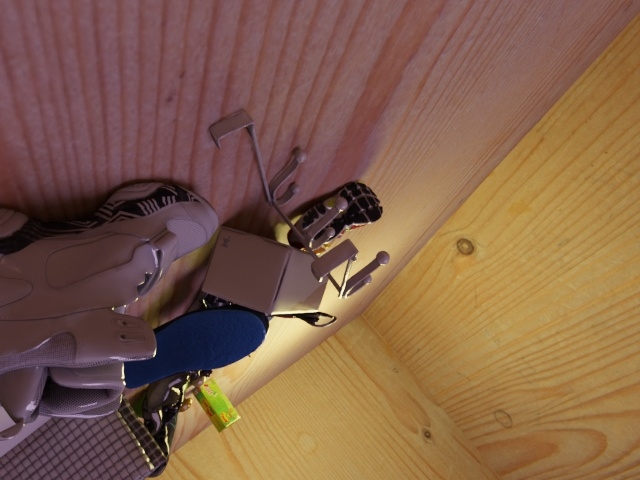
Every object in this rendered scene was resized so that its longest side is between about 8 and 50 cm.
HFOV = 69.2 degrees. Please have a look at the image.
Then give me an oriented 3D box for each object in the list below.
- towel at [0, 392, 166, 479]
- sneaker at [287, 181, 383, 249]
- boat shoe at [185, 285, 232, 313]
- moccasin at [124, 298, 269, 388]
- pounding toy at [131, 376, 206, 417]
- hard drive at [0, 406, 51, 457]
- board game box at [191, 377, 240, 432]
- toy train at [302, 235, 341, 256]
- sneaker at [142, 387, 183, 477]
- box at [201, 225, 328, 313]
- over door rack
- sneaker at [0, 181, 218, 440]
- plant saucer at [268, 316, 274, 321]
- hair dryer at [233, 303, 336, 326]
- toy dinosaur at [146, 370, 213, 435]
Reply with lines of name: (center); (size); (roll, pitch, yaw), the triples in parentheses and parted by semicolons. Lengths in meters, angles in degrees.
towel: (-0.489, 0.451, 0.943); (0.284, 0.235, 0.121); (-41, 171, 1)
sneaker: (0.031, -0.055, 1.077); (0.279, 0.107, 0.118); (-23, 175, -40)
boat shoe: (-0.225, 0.140, 0.995); (0.228, 0.076, 0.080); (-49, 163, 29)
moccasin: (-0.255, 0.183, 0.910); (0.342, 0.137, 0.117); (-16, -168, 15)
pounding toy: (-0.441, 0.488, 1.391); (0.183, 0.110, 0.237); (-43, 164, 8)
hard drive: (-0.572, 0.334, 0.775); (0.307, 0.040, 0.203); (-39, 165, -6)
board game box: (-0.387, 0.609, 1.718); (0.043, 0.181, 0.092); (-46, 164, 20)
toy train: (0.000, 0.000, 1.194); (0.166, 0.046, 0.125); (-45, 168, 6)
sneaker: (-0.440, 0.492, 1.265); (0.106, 0.101, 0.267); (138, -35, -71)
box: (-0.089, 0.067, 0.924); (0.311, 0.148, 0.121); (27, 80, -73)
over door rack: (-0.008, -0.041, 0.696); (0.108, 0.239, 0.324); (-38, 165, -1)
sneaker: (-0.224, 0.059, 0.513); (0.366, 0.210, 0.137); (-18, 154, -54)
plant saucer: (-0.196, 0.233, 1.399); (0.195, 0.037, 0.195); (-38, 165, -12)
hair dryer: (-0.122, 0.184, 1.145); (0.224, 0.294, 0.080); (18, 83, -34)
toy dinosaur: (-0.372, 0.350, 1.167); (0.313, 0.121, 0.160); (-44, 158, -8)
